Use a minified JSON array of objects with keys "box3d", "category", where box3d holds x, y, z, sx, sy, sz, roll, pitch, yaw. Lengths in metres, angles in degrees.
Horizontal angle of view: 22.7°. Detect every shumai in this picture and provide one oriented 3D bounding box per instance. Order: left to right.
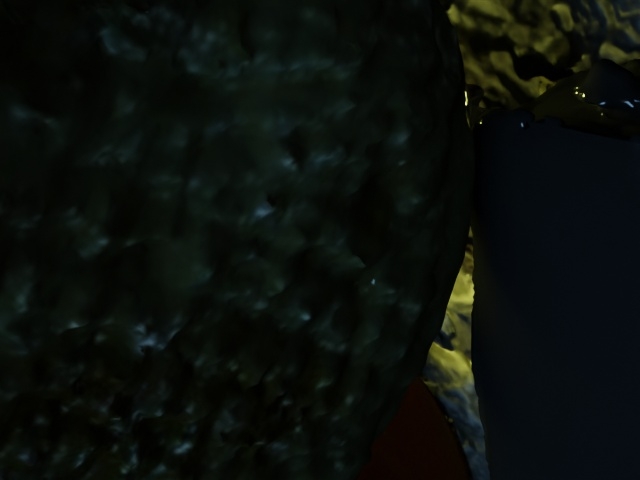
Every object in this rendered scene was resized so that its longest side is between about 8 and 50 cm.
[{"box3d":[-0.158,-0.002,0.655,0.323,0.397,0.324,36,174,39],"category":"shumai"}]

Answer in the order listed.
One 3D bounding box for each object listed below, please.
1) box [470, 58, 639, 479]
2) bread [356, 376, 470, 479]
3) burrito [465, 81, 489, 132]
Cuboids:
[{"box3d":[0.224,0.107,0.654,0.359,0.091,0.350,16,126,39],"category":"box"},{"box3d":[-0.053,0.167,0.963,0.295,0.114,0.327,55,140,2],"category":"bread"},{"box3d":[0.000,0.000,0.770,0.226,0.060,0.087,-34,65,16],"category":"burrito"}]
